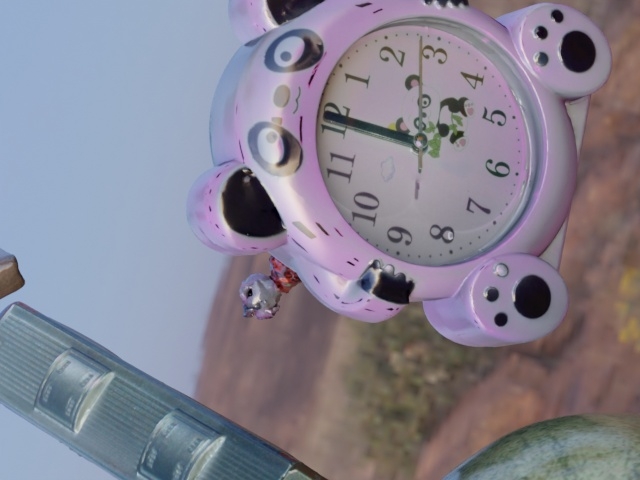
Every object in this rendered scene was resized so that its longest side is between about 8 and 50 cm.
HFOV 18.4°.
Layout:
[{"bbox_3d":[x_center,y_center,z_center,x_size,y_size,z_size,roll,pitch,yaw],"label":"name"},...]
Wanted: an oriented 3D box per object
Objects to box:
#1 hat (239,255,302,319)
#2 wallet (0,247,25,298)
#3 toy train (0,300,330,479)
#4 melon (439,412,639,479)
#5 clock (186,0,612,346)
[{"bbox_3d":[0.004,0.000,1.528,0.227,0.140,0.129,-53,3,47],"label":"hat"},{"bbox_3d":[-0.283,0.046,1.345,0.118,0.153,0.038,27,143,63],"label":"wallet"},{"bbox_3d":[-0.157,0.140,1.553,0.086,0.409,0.089,-57,-42,-8],"label":"toy train"},{"bbox_3d":[0.133,0.206,0.914,0.329,0.249,0.248,78,-155,-66],"label":"melon"},{"bbox_3d":[0.050,-0.060,1.242,0.090,0.248,0.227,165,118,-68],"label":"clock"}]
